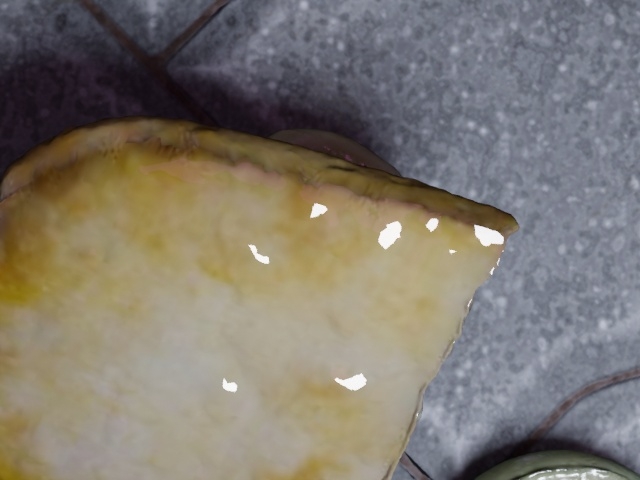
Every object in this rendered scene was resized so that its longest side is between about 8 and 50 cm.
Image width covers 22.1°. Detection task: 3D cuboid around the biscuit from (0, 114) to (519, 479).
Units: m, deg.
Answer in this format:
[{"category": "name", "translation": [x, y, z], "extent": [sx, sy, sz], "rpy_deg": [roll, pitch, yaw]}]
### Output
[{"category": "biscuit", "translation": [-0.107, 0.101, 1.365], "extent": [0.446, 0.104, 0.429], "rpy_deg": [15, 120, 2]}]

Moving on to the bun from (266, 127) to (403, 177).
[{"category": "bun", "translation": [0.000, 0.000, 1.453], "extent": [0.193, 0.128, 0.178], "rpy_deg": [24, 83, -14]}]

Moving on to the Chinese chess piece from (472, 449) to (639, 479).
[{"category": "Chinese chess piece", "translation": [0.213, 0.311, 1.449], "extent": [0.250, 0.101, 0.250], "rpy_deg": [1, 83, -5]}]
